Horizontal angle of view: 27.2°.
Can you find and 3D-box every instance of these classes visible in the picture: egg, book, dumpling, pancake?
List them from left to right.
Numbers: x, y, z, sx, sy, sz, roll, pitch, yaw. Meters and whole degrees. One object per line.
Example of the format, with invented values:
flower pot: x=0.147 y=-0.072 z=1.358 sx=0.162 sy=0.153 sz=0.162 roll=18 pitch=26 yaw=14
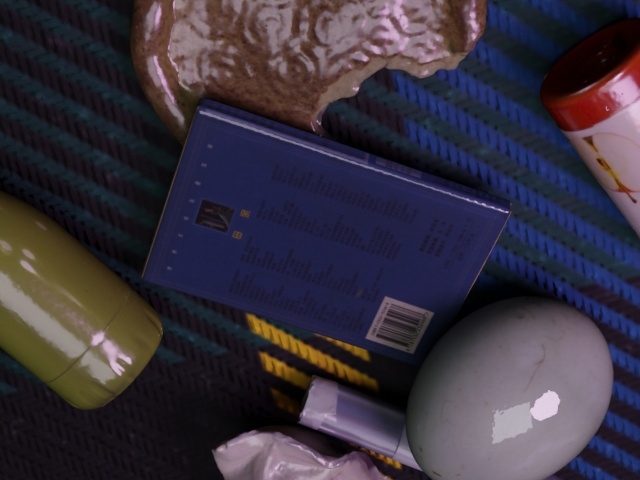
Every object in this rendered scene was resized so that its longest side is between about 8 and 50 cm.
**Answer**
dumpling: x=-0.014 y=0.218 z=1.193 sx=0.127 sy=0.108 sz=0.188 roll=-12 pitch=142 yaw=35
pancake: x=-0.010 y=-0.164 z=1.042 sx=0.288 sy=0.033 sz=0.286 roll=-5 pitch=117 yaw=7
book: x=0.000 y=0.000 z=1.112 sx=0.269 sy=0.025 sz=0.191 roll=18 pitch=127 yaw=-7
egg: x=0.158 y=0.132 z=1.117 sx=0.192 sy=0.149 sz=0.149 roll=-40 pitch=109 yaw=13

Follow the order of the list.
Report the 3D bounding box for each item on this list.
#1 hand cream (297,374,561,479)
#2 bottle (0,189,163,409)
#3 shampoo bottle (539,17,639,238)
hand cream: x=0.104 y=0.187 z=1.201 sx=0.255 sy=0.079 sz=0.048 roll=22 pitch=110 yaw=-3
bottle: x=-0.259 y=0.028 z=1.121 sx=0.112 sy=0.112 sz=0.260 roll=-40 pitch=108 yaw=22
shampoo bottle: x=0.290 y=-0.038 z=1.043 sx=0.104 sy=0.104 sz=0.278 roll=-33 pitch=111 yaw=20
